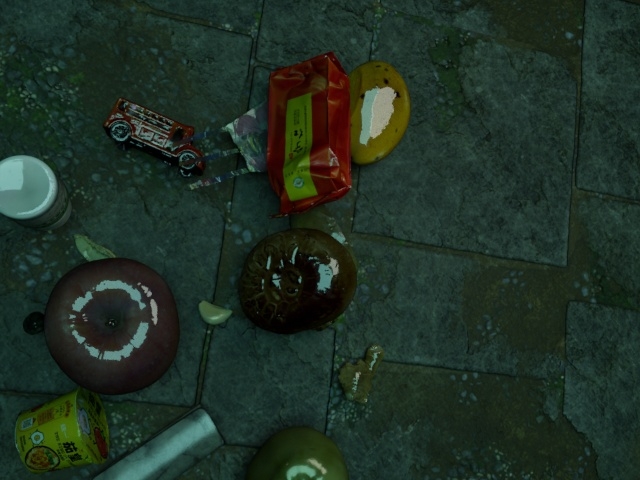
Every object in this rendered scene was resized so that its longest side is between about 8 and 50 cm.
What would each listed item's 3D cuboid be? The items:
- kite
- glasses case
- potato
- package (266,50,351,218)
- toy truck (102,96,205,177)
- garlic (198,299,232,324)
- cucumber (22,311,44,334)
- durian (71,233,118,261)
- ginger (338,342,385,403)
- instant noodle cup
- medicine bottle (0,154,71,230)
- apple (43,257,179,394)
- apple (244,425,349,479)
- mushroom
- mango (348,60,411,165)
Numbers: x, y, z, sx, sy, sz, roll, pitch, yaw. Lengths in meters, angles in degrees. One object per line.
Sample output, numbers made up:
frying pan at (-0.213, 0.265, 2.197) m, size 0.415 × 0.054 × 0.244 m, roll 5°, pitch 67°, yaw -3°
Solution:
kite at (-0.193, -0.230, 1.472) m, size 0.361 × 0.022 × 0.204 m, roll -28°, pitch 95°, yaw -36°
glasses case at (-0.376, 0.513, 1.365) m, size 0.299 × 0.060 × 0.114 m, roll -33°, pitch 90°, yaw -15°
potato at (-0.001, -0.002, 1.507) m, size 0.120 × 0.100 × 0.261 m, roll -30°, pitch 90°, yaw -16°
package at (-0.031, -0.256, 1.464) m, size 0.196 × 0.123 × 0.423 m, roll -10°, pitch 71°, yaw 29°
toy truck at (-0.394, -0.250, 1.444) m, size 0.253 × 0.107 × 0.114 m, roll 22°, pitch 79°, yaw -10°
garlic at (-0.266, 0.181, 1.450) m, size 0.083 × 0.041 × 0.053 m, roll 24°, pitch 72°, yaw -1°
cucumber at (-0.650, 0.191, 1.327) m, size 0.048 × 0.105 × 0.048 m, roll 0°, pitch 91°, yaw -20°
durian at (-0.537, 0.030, 1.394) m, size 0.130 × 0.066 × 0.052 m, roll 31°, pitch 76°, yaw 2°
ginger at (0.100, 0.333, 1.504) m, size 0.096 × 0.067 × 0.165 m, roll 30°, pitch 63°, yaw -8°
instant noodle cup at (-0.565, 0.420, 1.282) m, size 0.144 × 0.182 × 0.182 m, roll -16°, pitch 86°, yaw -7°
medicine bottle at (-0.633, -0.094, 1.298) m, size 0.139 × 0.237 × 0.138 m, roll 2°, pitch 81°, yaw -14°
apple at (-0.454, 0.188, 1.303) m, size 0.306 × 0.235 × 0.305 m, roll 3°, pitch 76°, yaw -14°
apple at (-0.055, 0.566, 1.350) m, size 0.263 × 0.262 × 0.262 m, roll 2°, pitch 82°, yaw -13°
mushroom at (-0.057, 0.109, 1.424) m, size 0.297 × 0.163 × 0.278 m, roll -26°, pitch 96°, yaw 12°
mango at (0.142, -0.328, 1.558) m, size 0.191 × 0.160 × 0.290 m, roll 22°, pitch 77°, yaw -28°
